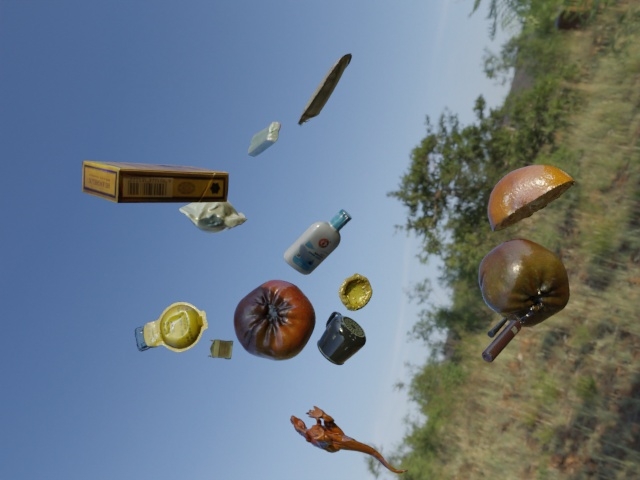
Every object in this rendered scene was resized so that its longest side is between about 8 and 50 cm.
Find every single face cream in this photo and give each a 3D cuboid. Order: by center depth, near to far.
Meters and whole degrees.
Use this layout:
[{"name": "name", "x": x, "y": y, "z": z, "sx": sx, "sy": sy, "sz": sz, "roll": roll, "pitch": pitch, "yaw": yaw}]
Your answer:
[{"name": "face cream", "x": 0.000, "y": 0.000, "z": 2.398, "sx": 0.337, "sy": 0.163, "sz": 0.080, "roll": -44, "pitch": 30, "yaw": 13}]

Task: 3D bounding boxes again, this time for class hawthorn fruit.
[{"name": "hawthorn fruit", "x": 0.644, "y": 0.124, "z": 1.786, "sx": 0.300, "sy": 0.268, "sz": 0.267, "roll": -90, "pitch": 6, "yaw": -61}, {"name": "hawthorn fruit", "x": -0.149, "y": 0.287, "z": 1.900, "sx": 0.298, "sy": 0.277, "sz": 0.276, "roll": 80, "pitch": -150, "yaw": -72}]

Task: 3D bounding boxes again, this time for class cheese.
[{"name": "cheese", "x": -0.527, "y": 0.313, "z": 1.943, "sx": 0.069, "sy": 0.271, "sz": 0.176, "roll": 56, "pitch": -163, "yaw": -75}]

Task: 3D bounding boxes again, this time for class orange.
[{"name": "orange", "x": 0.783, "y": -0.151, "z": 2.101, "sx": 0.310, "sy": 0.275, "sz": 0.274, "roll": -66, "pitch": -16, "yaw": 11}]

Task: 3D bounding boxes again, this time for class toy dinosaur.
[{"name": "toy dinosaur", "x": 0.044, "y": 0.621, "z": 1.723, "sx": 0.097, "sy": 0.433, "sz": 0.208, "roll": -55, "pitch": -41, "yaw": -26}]

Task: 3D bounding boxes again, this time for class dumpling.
[{"name": "dumpling", "x": -0.321, "y": -0.073, "z": 1.713, "sx": 0.229, "sy": 0.151, "sz": 0.124, "roll": -6, "pitch": -61, "yaw": -46}]

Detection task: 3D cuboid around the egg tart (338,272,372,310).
[{"name": "egg tart", "x": 0.093, "y": 0.142, "z": 1.514, "sx": 0.039, "sy": 0.105, "sz": 0.105, "roll": -12, "pitch": 56, "yaw": 67}]

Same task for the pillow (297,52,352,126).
[{"name": "pillow", "x": 0.011, "y": -0.414, "z": 1.523, "sx": 0.232, "sy": 0.038, "sz": 0.130, "roll": -54, "pitch": -4, "yaw": 28}]

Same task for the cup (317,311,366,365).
[{"name": "cup", "x": 0.079, "y": 0.403, "z": 2.318, "sx": 0.169, "sy": 0.223, "sz": 0.176, "roll": 23, "pitch": -68, "yaw": -33}]

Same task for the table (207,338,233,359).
[{"name": "table", "x": -0.415, "y": 0.449, "z": 2.283, "sx": 0.083, "sy": 0.062, "sz": 0.079, "roll": 13, "pitch": -107, "yaw": -30}]

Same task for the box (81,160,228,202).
[{"name": "box", "x": -0.409, "y": -0.146, "z": 1.382, "sx": 0.302, "sy": 0.193, "sz": 0.083, "roll": -5, "pitch": -75, "yaw": -46}]

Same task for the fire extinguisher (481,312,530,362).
[{"name": "fire extinguisher", "x": 0.416, "y": 0.214, "z": 1.259, "sx": 0.173, "sy": 0.049, "sz": 0.035, "roll": -32, "pitch": -51, "yaw": -37}]

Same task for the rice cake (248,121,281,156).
[{"name": "rice cake", "x": -0.193, "y": -0.346, "z": 1.885, "sx": 0.222, "sy": 0.042, "sz": 0.080, "roll": -10, "pitch": 60, "yaw": 64}]
